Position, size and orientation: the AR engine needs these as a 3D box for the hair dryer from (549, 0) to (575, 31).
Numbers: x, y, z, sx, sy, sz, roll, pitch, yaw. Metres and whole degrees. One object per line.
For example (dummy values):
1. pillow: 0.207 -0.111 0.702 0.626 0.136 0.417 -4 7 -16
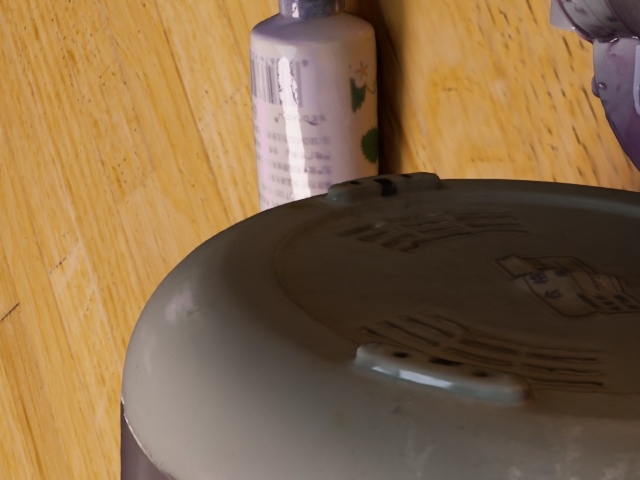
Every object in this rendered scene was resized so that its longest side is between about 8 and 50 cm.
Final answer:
1. hair dryer: 0.090 -0.130 0.624 0.137 0.047 0.082 27 119 58

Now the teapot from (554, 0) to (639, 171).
1. teapot: 0.144 -0.087 0.501 0.146 0.116 0.148 12 133 56

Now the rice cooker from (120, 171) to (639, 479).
1. rice cooker: 0.072 0.134 0.522 0.288 0.288 0.277 26 120 50

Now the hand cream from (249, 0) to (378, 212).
1. hand cream: 0.000 0.000 0.780 0.095 0.059 0.276 24 123 49
